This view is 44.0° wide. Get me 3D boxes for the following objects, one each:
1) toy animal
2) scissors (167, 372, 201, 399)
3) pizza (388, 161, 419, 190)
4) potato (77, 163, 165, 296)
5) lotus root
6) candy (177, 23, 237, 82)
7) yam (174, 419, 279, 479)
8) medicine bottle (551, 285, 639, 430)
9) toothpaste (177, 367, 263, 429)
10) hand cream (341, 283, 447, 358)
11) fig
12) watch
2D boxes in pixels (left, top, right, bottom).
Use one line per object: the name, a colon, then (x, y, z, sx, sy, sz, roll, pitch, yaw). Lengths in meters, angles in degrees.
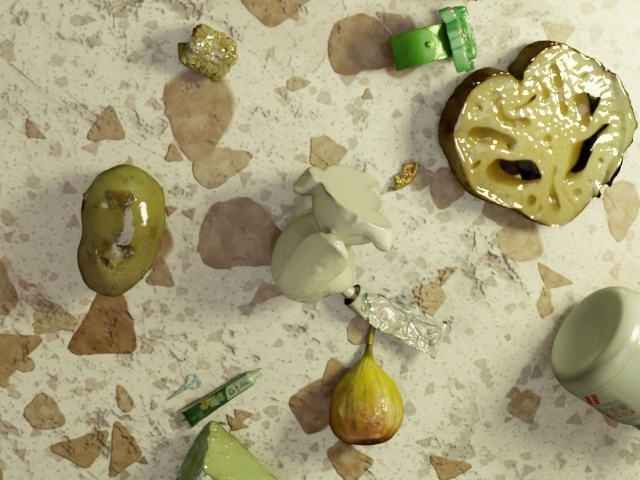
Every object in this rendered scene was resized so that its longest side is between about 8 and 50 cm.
toy animal: (0.000, 0.000, 1.555, 0.206, 0.271, 0.265, 22, 120, -20)
scissors: (-0.291, 0.315, 1.681, 0.083, 0.006, 0.036, -34, 98, 2)
pizza: (0.174, -0.133, 1.640, 0.037, 0.016, 0.083, 45, 95, -3)
potato: (-0.387, -0.018, 1.548, 0.165, 0.165, 0.262, 7, 93, -6)
lotus root: (0.444, -0.209, 1.606, 0.390, 0.111, 0.375, -16, 102, -5)
candy: (-0.221, -0.369, 1.545, 0.110, 0.085, 0.095, 33, 104, -20)
yam: (-0.173, 0.546, 1.642, 0.271, 0.202, 0.201, 32, 117, -10)
medicine bottle: (0.661, 0.262, 1.625, 0.306, 0.245, 0.245, 32, 95, -10)
toothpaste: (-0.209, 0.329, 1.678, 0.204, 0.031, 0.049, -33, 98, 3)
hand cream: (0.143, 0.157, 1.661, 0.257, 0.050, 0.084, 28, 74, -11)
fig: (0.101, 0.299, 1.659, 0.159, 0.159, 0.257, 8, 77, -6)
watch: (0.221, -0.378, 1.556, 0.152, 0.165, 0.131, -13, 102, 23)
